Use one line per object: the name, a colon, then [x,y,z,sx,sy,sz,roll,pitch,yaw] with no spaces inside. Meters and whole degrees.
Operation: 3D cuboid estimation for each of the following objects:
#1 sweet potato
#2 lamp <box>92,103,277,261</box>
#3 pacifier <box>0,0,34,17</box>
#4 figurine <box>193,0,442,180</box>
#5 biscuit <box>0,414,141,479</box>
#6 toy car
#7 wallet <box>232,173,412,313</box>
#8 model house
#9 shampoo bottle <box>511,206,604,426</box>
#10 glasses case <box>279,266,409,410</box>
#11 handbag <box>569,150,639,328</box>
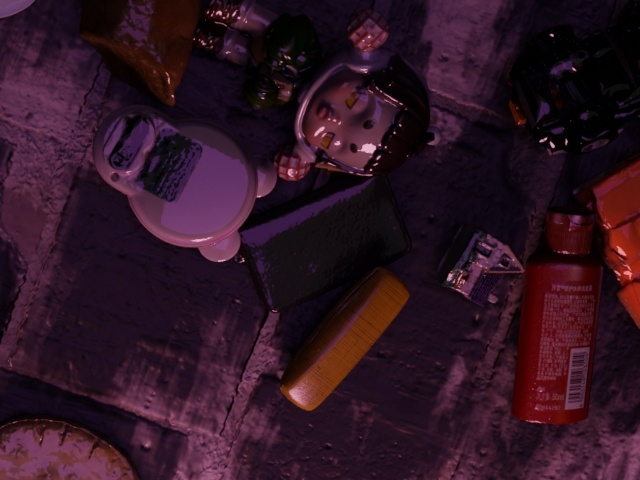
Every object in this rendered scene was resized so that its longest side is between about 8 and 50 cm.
sweet potato: [-0.227,-0.365,1.653,0.157,0.158,0.370,8,105,-11]
lamp: [-0.195,-0.091,1.717,0.246,0.108,0.179,30,83,-9]
pacifier: [-0.415,-0.436,1.646,0.207,0.227,0.279,39,84,30]
figurine: [-0.001,-0.215,1.726,0.370,0.167,0.281,31,121,-1]
biscuit: [-0.389,0.310,1.736,0.289,0.038,0.141,-3,93,-10]
toy car: [0.418,-0.234,1.819,0.301,0.118,0.193,-19,77,-5]
wallet: [0.000,0.000,1.792,0.250,0.044,0.149,-25,101,-9]
model house: [0.233,0.041,1.813,0.100,0.088,0.101,30,90,-9]
shampoo bottle: [0.346,0.110,1.819,0.118,0.076,0.314,1,102,-8]
glasses case: [0.032,0.138,1.790,0.079,0.064,0.234,42,86,-27]
handbag: [0.585,0.034,1.863,0.303,0.116,0.410,-30,97,-8]
